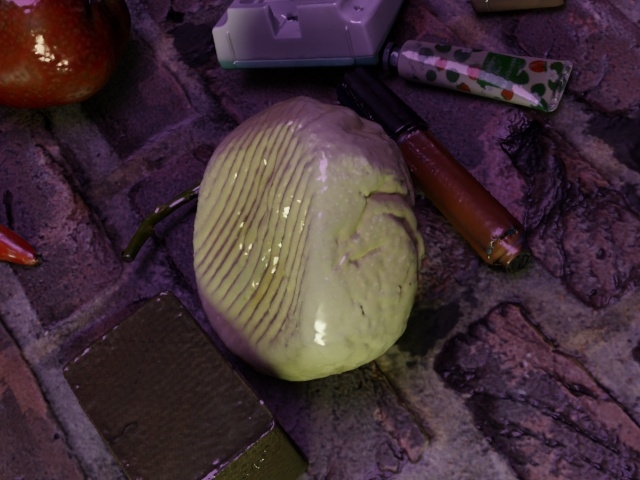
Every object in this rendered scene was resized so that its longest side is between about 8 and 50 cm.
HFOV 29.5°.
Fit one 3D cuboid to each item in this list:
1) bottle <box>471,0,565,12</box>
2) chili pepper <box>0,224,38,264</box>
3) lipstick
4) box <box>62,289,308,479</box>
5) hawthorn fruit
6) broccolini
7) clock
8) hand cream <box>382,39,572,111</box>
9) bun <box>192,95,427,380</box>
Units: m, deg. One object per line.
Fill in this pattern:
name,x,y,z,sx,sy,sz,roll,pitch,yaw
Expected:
bottle,0.298,-0.375,1.838,0.140,0.053,0.053,-1,56,19
chili pepper,-0.549,-0.004,1.883,0.272,0.071,0.063,7,20,19
lipstick,0.152,-0.103,1.685,0.077,0.077,0.418,-34,53,-6
box,-0.172,0.226,1.530,0.184,0.143,0.273,-38,53,-9
hawthorn fruit,-0.496,-0.331,1.975,0.369,0.285,0.284,-22,51,16
broccolini,-0.167,-0.039,1.766,0.271,0.062,0.123,-38,37,-15
clock,-0.015,-0.369,1.882,0.262,0.116,0.231,3,43,22
hand cream,0.224,-0.247,1.777,0.276,0.059,0.095,13,64,23
bun,0.000,0.000,1.553,0.352,0.227,0.349,53,128,38
